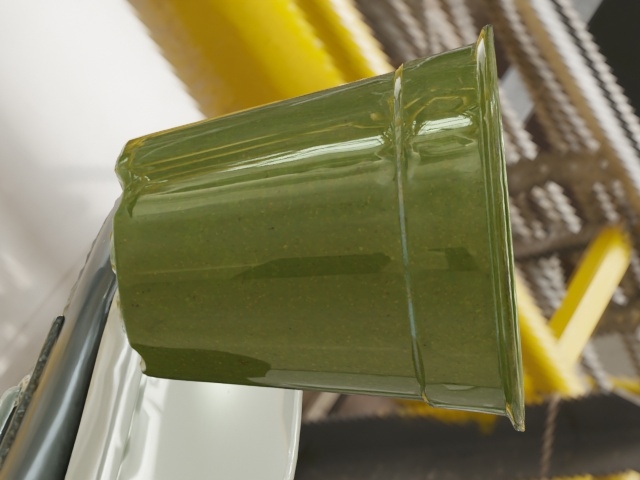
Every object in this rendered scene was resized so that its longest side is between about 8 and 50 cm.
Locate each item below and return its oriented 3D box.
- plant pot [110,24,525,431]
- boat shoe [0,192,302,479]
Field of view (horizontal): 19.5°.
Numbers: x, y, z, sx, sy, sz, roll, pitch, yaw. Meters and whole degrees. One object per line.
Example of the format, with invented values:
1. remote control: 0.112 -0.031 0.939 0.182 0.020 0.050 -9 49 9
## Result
1. plant pot: 0.000 0.000 0.386 0.079 0.083 0.083 -4 -48 7
2. boat shoe: -0.078 0.081 0.515 0.099 0.319 0.116 -6 -48 19
